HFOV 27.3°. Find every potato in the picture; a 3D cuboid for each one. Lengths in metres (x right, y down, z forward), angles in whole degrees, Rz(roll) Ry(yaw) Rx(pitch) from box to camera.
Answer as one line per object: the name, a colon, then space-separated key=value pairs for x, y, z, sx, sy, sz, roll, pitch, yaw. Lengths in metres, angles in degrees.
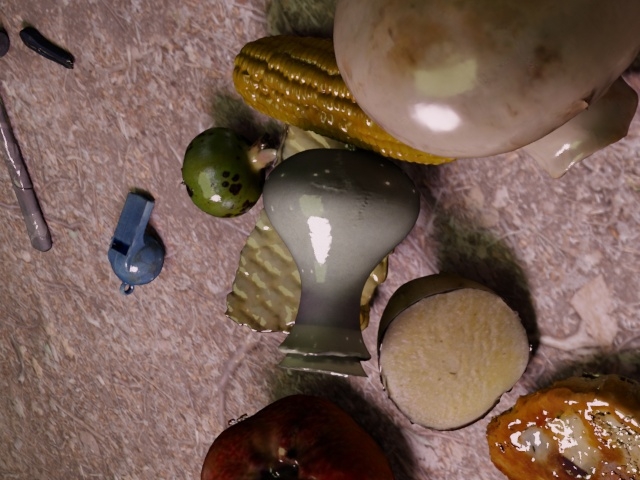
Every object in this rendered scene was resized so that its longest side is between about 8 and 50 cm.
potato: x=0.147 y=0.115 z=1.582 sx=0.117 sy=0.182 sz=0.202 roll=-110 pitch=-5 yaw=-57

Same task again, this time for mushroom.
mushroom: x=0.165 y=-0.184 z=1.215 sx=0.297 sy=0.297 sz=0.290 roll=16 pitch=153 yaw=41

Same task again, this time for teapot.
teapot: x=0.014 y=0.027 z=1.497 sx=0.183 sy=0.183 sz=0.251 roll=1 pitch=81 yaw=49

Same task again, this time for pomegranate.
pomegranate: x=-0.111 y=-0.096 z=1.722 sx=0.161 sy=0.122 sz=0.122 roll=-24 pitch=101 yaw=27

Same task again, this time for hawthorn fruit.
hawthorn fruit: x=-0.024 y=0.402 z=1.899 sx=0.285 sy=0.285 sz=0.369 roll=28 pitch=145 yaw=32

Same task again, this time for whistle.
whistle: x=-0.277 y=0.011 z=2.030 sx=0.090 sy=0.090 sz=0.158 roll=23 pitch=95 yaw=36

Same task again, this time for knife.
knife: x=-0.408 y=-0.287 z=1.977 sx=0.121 sy=0.018 sz=0.031 roll=30 pitch=139 yaw=28

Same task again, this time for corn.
corn: x=0.039 y=-0.163 z=1.484 sx=0.363 sy=0.120 sz=0.120 roll=16 pitch=130 yaw=42

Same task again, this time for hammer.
hammer: x=-0.515 y=-0.161 z=2.180 sx=0.152 sy=0.044 sz=0.427 roll=16 pitch=130 yaw=42

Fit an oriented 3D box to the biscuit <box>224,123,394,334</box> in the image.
biscuit: x=0.000 y=0.000 z=1.626 sx=0.187 sy=0.036 sz=0.273 roll=23 pitch=99 yaw=8

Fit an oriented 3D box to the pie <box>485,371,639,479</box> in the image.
pie: x=0.342 y=0.260 z=1.508 sx=0.308 sy=0.085 sz=0.308 roll=26 pitch=137 yaw=27

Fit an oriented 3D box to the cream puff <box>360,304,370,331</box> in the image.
cream puff: x=0.001 y=0.068 z=1.709 sx=0.156 sy=0.121 sz=0.156 roll=22 pitch=130 yaw=30
